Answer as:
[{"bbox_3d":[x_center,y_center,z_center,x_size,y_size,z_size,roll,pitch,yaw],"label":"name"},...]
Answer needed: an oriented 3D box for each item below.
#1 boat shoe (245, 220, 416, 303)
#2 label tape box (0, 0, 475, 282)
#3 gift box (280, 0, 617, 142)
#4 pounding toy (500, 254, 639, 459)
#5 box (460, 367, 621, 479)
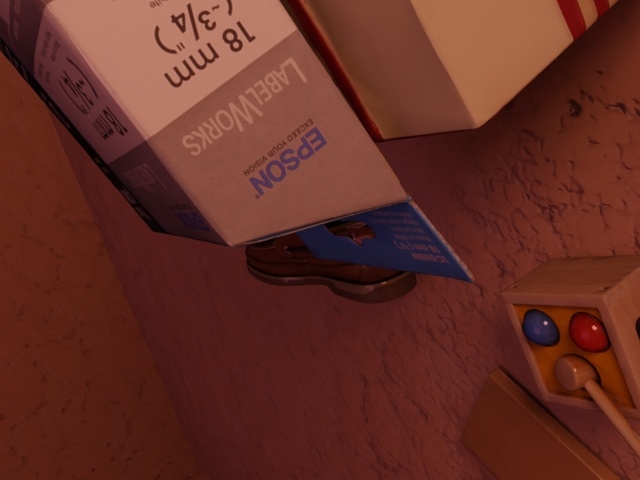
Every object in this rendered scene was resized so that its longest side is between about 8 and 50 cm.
[{"bbox_3d":[0.000,0.000,0.865,0.307,0.111,0.104,4,115,48],"label":"boat shoe"},{"bbox_3d":[-0.086,-0.075,0.428,0.334,0.106,0.240,53,163,-17],"label":"label tape box"},{"bbox_3d":[0.038,-0.236,0.412,0.255,0.276,0.258,1,132,56],"label":"gift box"},{"bbox_3d":[0.230,0.097,0.540,0.130,0.100,0.141,-7,109,62],"label":"pounding toy"},{"bbox_3d":[0.252,0.259,0.745,0.201,0.021,0.164,44,149,31],"label":"box"}]
